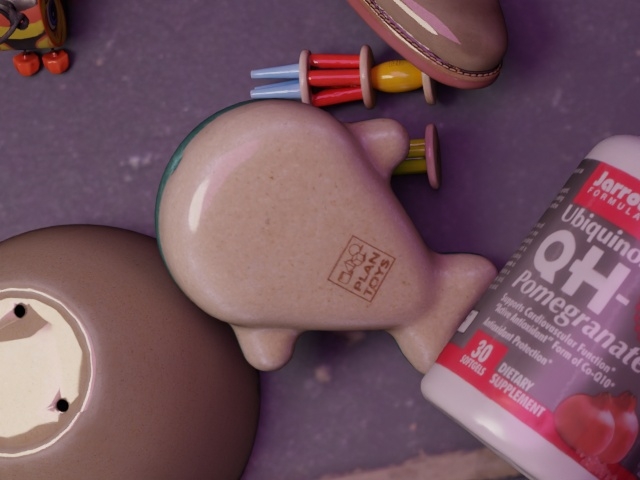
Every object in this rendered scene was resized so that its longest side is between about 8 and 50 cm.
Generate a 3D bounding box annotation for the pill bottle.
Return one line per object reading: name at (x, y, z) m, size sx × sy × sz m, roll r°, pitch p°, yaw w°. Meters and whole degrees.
pill bottle at (0.232, 0.035, 1.459) m, size 0.176 × 0.176 × 0.318 m, roll 36°, pitch 87°, yaw 15°

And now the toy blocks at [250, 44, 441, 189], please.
toy blocks at (0.019, -0.095, 1.589) m, size 0.148 × 0.054 × 0.123 m, roll -4°, pitch 79°, yaw 11°

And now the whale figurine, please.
whale figurine at (0.000, 0.000, 1.529) m, size 0.272 × 0.141 × 0.216 m, roll 27°, pitch 93°, yaw -21°

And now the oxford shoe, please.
oxford shoe at (0.063, -0.283, 1.559) m, size 0.130 × 0.123 × 0.348 m, roll -42°, pitch 70°, yaw 45°

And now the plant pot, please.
plant pot at (-0.205, 0.111, 1.521) m, size 0.284 × 0.191 × 0.284 m, roll -2°, pitch 78°, yaw 11°

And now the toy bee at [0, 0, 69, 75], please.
toy bee at (-0.253, -0.221, 1.633) m, size 0.195 × 0.162 × 0.298 m, roll 16°, pitch 58°, yaw 22°
